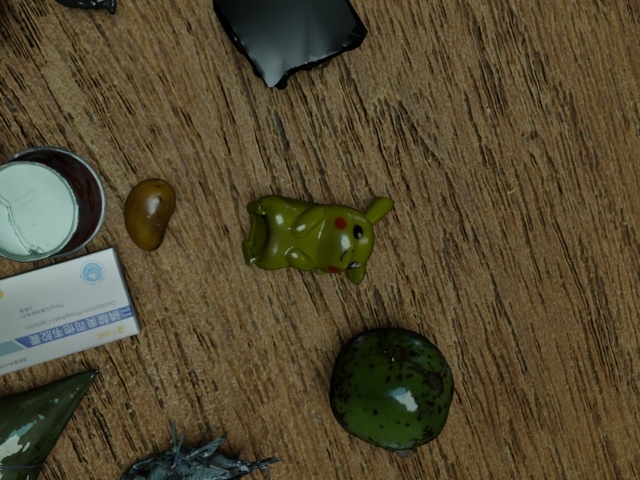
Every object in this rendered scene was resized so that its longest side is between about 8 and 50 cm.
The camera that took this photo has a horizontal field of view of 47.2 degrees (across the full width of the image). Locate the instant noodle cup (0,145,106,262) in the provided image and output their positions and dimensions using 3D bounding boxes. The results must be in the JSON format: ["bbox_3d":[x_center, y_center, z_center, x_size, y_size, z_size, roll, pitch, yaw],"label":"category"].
[{"bbox_3d":[-0.561,-0.069,1.454,0.242,0.231,0.243,-1,97,-10],"label":"instant noodle cup"}]

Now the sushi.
[{"bbox_3d":[-0.068,-0.436,1.503,0.227,0.212,0.215,-32,94,-7],"label":"sushi"}]

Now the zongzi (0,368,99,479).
[{"bbox_3d":[-0.712,0.365,1.527,0.356,0.174,0.393,30,82,-6],"label":"zongzi"}]

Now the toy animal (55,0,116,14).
[{"bbox_3d":[-0.484,-0.563,1.473,0.146,0.114,0.245,-19,79,-13],"label":"toy animal"}]

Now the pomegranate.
[{"bbox_3d":[0.161,0.361,1.645,0.284,0.285,0.341,-13,130,-8],"label":"pomegranate"}]

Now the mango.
[{"bbox_3d":[-0.369,-0.056,1.564,0.105,0.084,0.159,15,95,-6],"label":"mango"}]

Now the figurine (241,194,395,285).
[{"bbox_3d":[-0.007,-0.001,1.594,0.326,0.169,0.218,9,111,-8],"label":"figurine"}]

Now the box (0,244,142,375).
[{"bbox_3d":[-0.577,0.153,1.564,0.343,0.065,0.200,-16,100,-7],"label":"box"}]

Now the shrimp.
[{"bbox_3d":[-0.278,0.491,1.619,0.372,0.137,0.172,-19,117,-5],"label":"shrimp"}]
